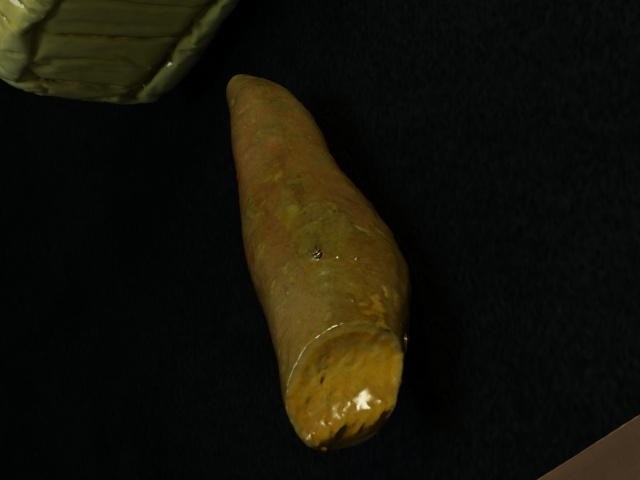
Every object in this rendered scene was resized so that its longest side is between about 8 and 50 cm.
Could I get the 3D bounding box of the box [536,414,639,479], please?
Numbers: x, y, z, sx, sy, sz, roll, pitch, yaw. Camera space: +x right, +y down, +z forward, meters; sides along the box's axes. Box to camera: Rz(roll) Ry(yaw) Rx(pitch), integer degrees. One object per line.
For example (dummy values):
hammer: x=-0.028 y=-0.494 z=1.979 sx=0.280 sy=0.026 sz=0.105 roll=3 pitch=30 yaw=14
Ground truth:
box: x=0.151 y=0.146 z=0.540 sx=0.215 sy=0.086 sz=0.215 roll=133 pitch=134 yaw=-54

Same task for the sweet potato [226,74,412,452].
sweet potato: x=0.000 y=0.000 z=0.898 sx=0.243 sy=0.077 sz=0.077 roll=-103 pitch=28 yaw=-47

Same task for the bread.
bread: x=-0.110 y=-0.175 z=1.059 sx=0.236 sy=0.140 sz=0.106 roll=-48 pitch=42 yaw=50
